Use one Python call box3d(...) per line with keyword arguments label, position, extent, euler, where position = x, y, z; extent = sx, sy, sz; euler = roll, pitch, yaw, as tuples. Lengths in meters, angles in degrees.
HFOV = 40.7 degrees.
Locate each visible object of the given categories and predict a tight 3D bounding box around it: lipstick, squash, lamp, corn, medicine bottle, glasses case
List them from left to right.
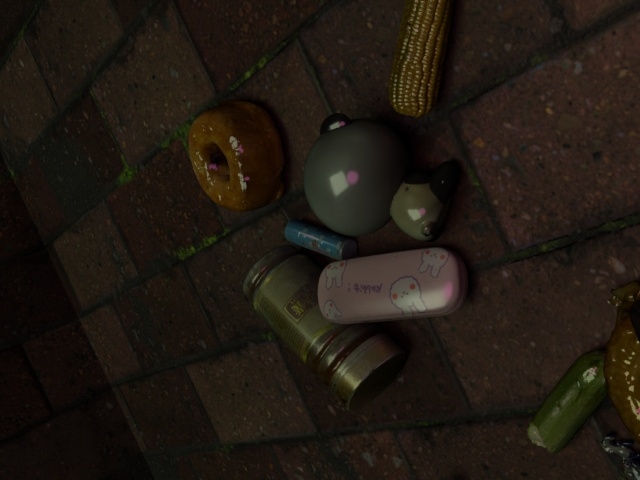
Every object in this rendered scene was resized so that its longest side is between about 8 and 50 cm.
box3d(label="lipstick", position=(0.000, 0.000, 1.643), extent=(0.158, 0.048, 0.048), euler=(21, 126, 43))
box3d(label="medicine bottle", position=(0.002, 0.159, 1.647), extent=(0.322, 0.151, 0.151), euler=(44, 139, 25))
box3d(label="lamp", position=(0.090, -0.090, 1.389), extent=(0.243, 0.198, 0.198), euler=(23, 131, 13))
box3d(label="glasses case", position=(0.117, 0.080, 1.479), extent=(0.296, 0.075, 0.113), euler=(-10, 77, 40))
box3d(label="corn", position=(0.148, -0.291, 1.269), extent=(0.080, 0.080, 0.231), euler=(34, 135, 34))
box3d(label="squash", position=(0.379, 0.249, 1.310), extent=(0.069, 0.069, 0.239), euler=(44, 138, 25))

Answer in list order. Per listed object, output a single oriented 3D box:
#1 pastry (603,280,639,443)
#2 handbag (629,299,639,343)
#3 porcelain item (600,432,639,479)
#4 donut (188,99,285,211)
box3d(label="pastry", position=(0.474, 0.172, 1.096), extent=(0.240, 0.132, 0.235), euler=(-9, 104, 51))
box3d(label="handbag", position=(0.509, 0.127, 0.930), extent=(0.113, 0.285, 0.257), euler=(-107, -8, -77))
box3d(label="porcelain item", position=(0.483, 0.336, 1.274), extent=(0.136, 0.021, 0.075), euler=(53, 138, 14))
box3d(label="donut", position=(-0.164, -0.164, 1.695), extent=(0.226, 0.113, 0.227), euler=(30, 133, 38))
